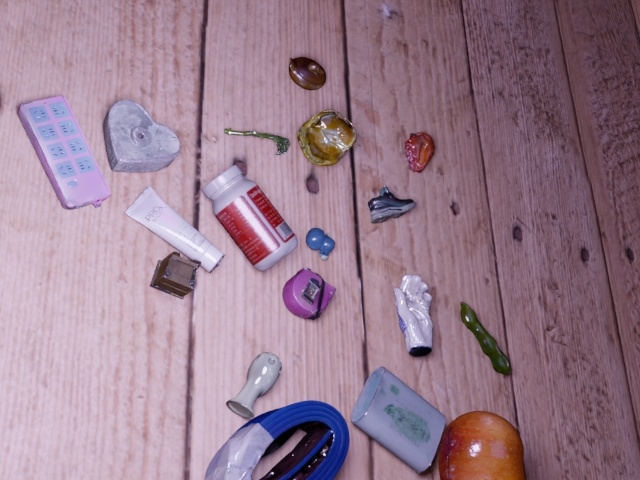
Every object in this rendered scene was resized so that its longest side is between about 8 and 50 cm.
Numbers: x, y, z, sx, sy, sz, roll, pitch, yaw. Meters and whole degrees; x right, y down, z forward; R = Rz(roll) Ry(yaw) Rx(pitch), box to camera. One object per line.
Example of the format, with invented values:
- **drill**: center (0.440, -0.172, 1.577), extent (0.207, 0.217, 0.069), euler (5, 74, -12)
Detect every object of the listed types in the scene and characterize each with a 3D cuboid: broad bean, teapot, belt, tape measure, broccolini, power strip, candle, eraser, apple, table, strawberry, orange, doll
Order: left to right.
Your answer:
- **power strip**: center (-0.572, -0.197, 1.633), extent (0.109, 0.037, 0.278), euler (-24, 85, -39)
- **candle**: center (-0.437, -0.230, 1.722), extent (0.192, 0.068, 0.168), euler (37, 55, -12)
- **table**: center (-0.326, 0.077, 1.657), extent (0.083, 0.082, 0.070), euler (26, 57, -23)
- **broccolini**: center (-0.160, -0.278, 1.943), extent (0.194, 0.052, 0.054), euler (15, 59, -29)
- **belt**: center (-0.090, 0.489, 1.623), extent (0.347, 0.117, 0.212), euler (-29, 90, -39)
- **teapot**: center (-0.037, -0.487, 2.099), extent (0.129, 0.078, 0.098), euler (16, 62, -28)
- **tape measure**: center (-0.032, 0.132, 1.842), extent (0.118, 0.074, 0.125), euler (38, 52, -15)
- **doll**: center (0.000, 0.000, 1.938), extent (0.083, 0.050, 0.076), euler (30, 52, -19)
- **orange**: center (0.013, -0.278, 2.026), extent (0.170, 0.112, 0.160), euler (3, 79, -9)
- **eraser**: center (0.201, 0.456, 1.861), extent (0.227, 0.081, 0.174), euler (40, 52, -15)
- **strawberry**: center (0.312, -0.279, 2.272), extent (0.104, 0.048, 0.152), euler (19, 58, -23)
- **broad bean**: center (0.482, 0.292, 2.147), extent (0.256, 0.052, 0.053), euler (56, 9, 1)
- **apple**: center (0.416, 0.569, 1.851), extent (0.251, 0.207, 0.271), euler (12, 75, -69)

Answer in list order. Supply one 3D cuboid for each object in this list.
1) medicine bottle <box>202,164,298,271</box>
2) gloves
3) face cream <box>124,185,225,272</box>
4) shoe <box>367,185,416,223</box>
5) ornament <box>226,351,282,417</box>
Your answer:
- **medicine bottle**: center (-0.173, -0.054, 1.788), extent (0.250, 0.131, 0.131), euler (53, 51, -4)
- **gloves**: center (0.254, 0.202, 1.996), extent (0.119, 0.097, 0.229), euler (13, 68, -35)
- **face cream**: center (-0.334, -0.020, 1.715), extent (0.244, 0.058, 0.092), euler (39, 58, -7)
- **shoe**: center (0.198, -0.112, 2.111), extent (0.169, 0.071, 0.099), euler (-17, 78, -35)
- **ornament**: center (-0.146, 0.329, 1.684), extent (0.156, 0.075, 0.081), euler (-58, 149, -36)
